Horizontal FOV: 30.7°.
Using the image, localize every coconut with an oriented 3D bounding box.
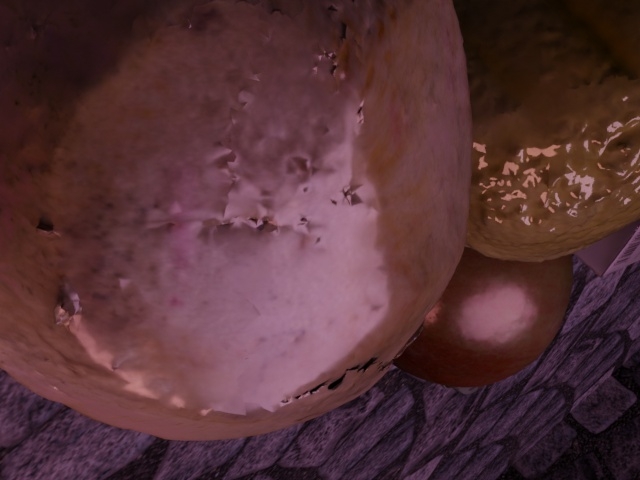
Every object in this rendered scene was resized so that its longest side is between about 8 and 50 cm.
[{"bbox_3d":[-0.069,-0.059,0.684,0.353,0.352,0.352,-37,155,-20],"label":"coconut"}]

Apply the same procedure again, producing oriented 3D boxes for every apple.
[{"bbox_3d":[0.137,0.036,1.264,0.234,0.257,0.256,-8,138,-38],"label":"apple"}]

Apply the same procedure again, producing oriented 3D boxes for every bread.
[{"bbox_3d":[0.171,-0.154,0.914,0.320,0.320,0.237,-38,157,-19],"label":"bread"}]

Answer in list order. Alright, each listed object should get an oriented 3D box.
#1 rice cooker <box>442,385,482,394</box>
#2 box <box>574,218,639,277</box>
[{"bbox_3d":[0.218,0.145,1.741,0.145,0.127,0.206,-40,160,-12],"label":"rice cooker"},{"bbox_3d":[0.532,-0.079,1.918,0.194,0.111,0.260,-15,140,-52],"label":"box"}]
